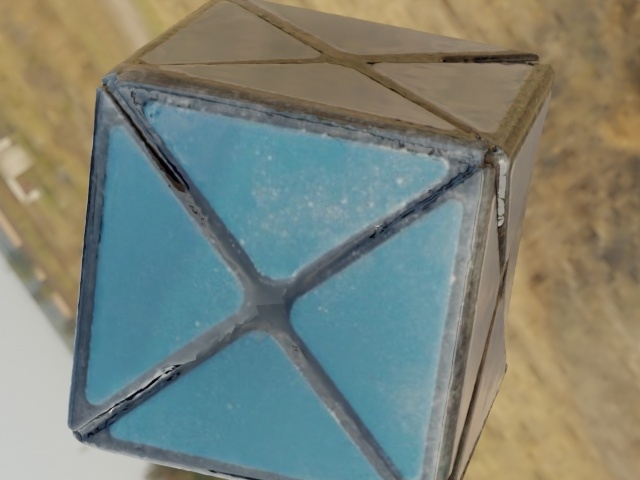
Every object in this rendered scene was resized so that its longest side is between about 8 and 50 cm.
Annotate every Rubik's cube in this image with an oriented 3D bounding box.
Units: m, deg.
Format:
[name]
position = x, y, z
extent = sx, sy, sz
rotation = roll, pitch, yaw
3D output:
[Rubik's cube]
position = 0.000, 0.000, 1.234
extent = 0.255, 0.260, 0.259
rotation = -57, -26, -67
